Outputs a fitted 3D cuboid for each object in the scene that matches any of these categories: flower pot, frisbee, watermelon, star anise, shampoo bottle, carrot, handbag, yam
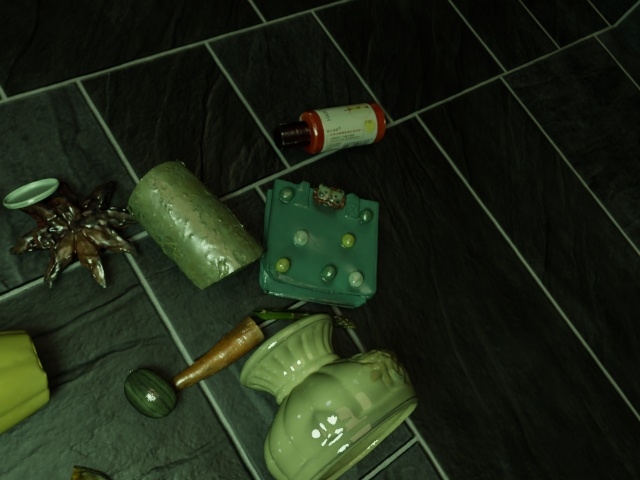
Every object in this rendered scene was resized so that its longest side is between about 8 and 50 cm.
[{"bbox_3d":[-0.562,0.239,0.917,0.179,0.195,0.195,-20,74,-38],"label":"flower pot"},{"bbox_3d":[-0.572,-0.093,1.099,0.110,0.110,0.014,-32,123,-27],"label":"frisbee"},{"bbox_3d":[0.005,0.285,1.021,0.307,0.307,0.244,-29,65,-27],"label":"flower pot"},{"bbox_3d":[-0.317,0.282,1.027,0.111,0.078,0.078,37,61,7],"label":"watermelon"},{"bbox_3d":[-0.476,-0.033,1.099,0.272,0.102,0.272,7,61,-12],"label":"star anise"},{"bbox_3d":[0.018,-0.273,1.368,0.278,0.104,0.104,-14,72,-23],"label":"shampoo bottle"},{"bbox_3d":[-0.209,0.234,1.101,0.210,0.061,0.061,-35,81,-23],"label":"carrot"},{"bbox_3d":[0.001,0.000,1.243,0.269,0.100,0.274,12,64,-12],"label":"handbag"},{"bbox_3d":[-0.255,-0.023,1.131,0.268,0.161,0.161,47,62,-1],"label":"yam"}]

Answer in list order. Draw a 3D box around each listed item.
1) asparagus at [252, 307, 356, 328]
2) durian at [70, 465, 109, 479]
[{"bbox_3d":[-0.034,0.166,1.198,0.236,0.027,0.034,8,45,-15],"label":"asparagus"},{"bbox_3d":[-0.348,0.502,0.859,0.185,0.195,0.305,-28,80,-20],"label":"durian"}]
